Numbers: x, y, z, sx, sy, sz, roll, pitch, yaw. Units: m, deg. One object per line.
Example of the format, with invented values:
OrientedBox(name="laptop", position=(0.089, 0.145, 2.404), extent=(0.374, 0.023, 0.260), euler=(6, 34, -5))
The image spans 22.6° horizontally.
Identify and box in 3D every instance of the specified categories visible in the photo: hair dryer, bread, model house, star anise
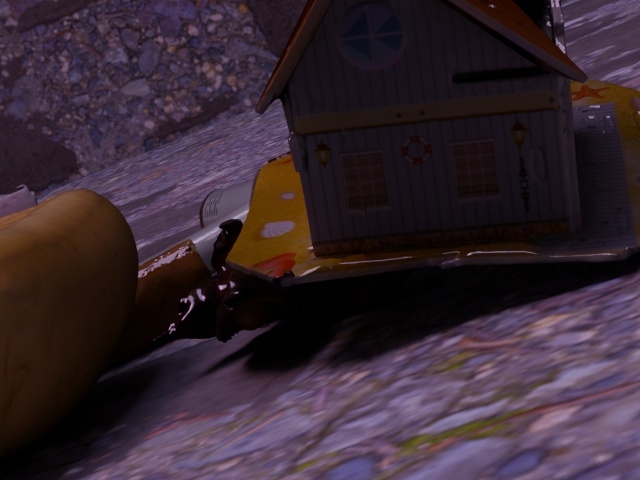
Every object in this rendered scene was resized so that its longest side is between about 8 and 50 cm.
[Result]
OrientedBox(name="hair dryer", position=(-0.067, 0.011, 0.955), extent=(0.183, 0.044, 0.155), euler=(-35, 13, -35))
OrientedBox(name="bread", position=(-0.158, 0.051, 0.707), extent=(0.147, 0.098, 0.217), euler=(-18, 8, 19))
OrientedBox(name="bread", position=(-0.093, 0.035, 0.831), extent=(0.083, 0.047, 0.036), euler=(-26, 39, -12))
OrientedBox(name="model house", position=(0.059, -0.088, 0.665), extent=(0.207, 0.136, 0.219), euler=(-5, 23, 11))
OrientedBox(name="star anise", position=(0.002, 0.004, 0.741), extent=(0.157, 0.054, 0.212), euler=(-22, 6, 12))

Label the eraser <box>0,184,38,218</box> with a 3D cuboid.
OrientedBox(name="eraser", position=(-0.354, 0.051, 1.258), extent=(0.287, 0.086, 0.130), euler=(-28, 11, -33))
